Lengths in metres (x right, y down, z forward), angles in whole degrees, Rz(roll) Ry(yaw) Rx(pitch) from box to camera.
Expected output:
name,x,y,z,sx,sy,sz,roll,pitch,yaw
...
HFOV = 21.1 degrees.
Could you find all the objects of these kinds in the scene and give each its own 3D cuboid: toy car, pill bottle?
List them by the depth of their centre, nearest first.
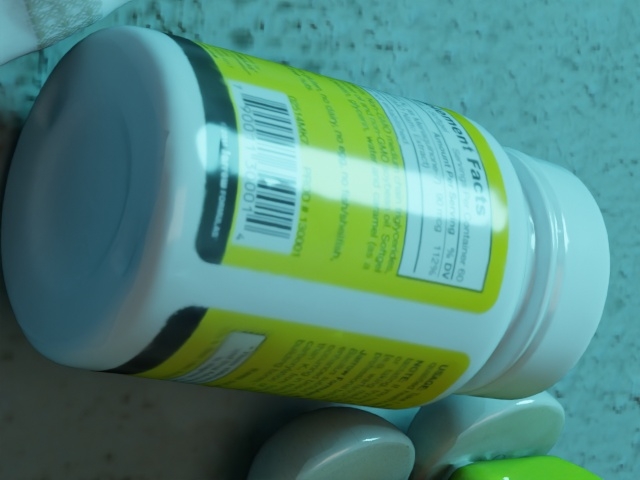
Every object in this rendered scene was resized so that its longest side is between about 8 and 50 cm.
name,x,y,z,sx,sy,sz,roll,pitch,yaw
pill bottle,0.000,0.000,0.636,0.208,0.119,0.119,12,93,-36
toy car,0.052,0.152,0.706,0.182,0.159,0.136,-10,140,-34

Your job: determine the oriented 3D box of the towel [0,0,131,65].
name,x,y,z,sx,sy,sz,roll,pitch,yaw
towel,-0.146,-0.129,0.514,0.285,0.034,0.209,-27,127,-18
